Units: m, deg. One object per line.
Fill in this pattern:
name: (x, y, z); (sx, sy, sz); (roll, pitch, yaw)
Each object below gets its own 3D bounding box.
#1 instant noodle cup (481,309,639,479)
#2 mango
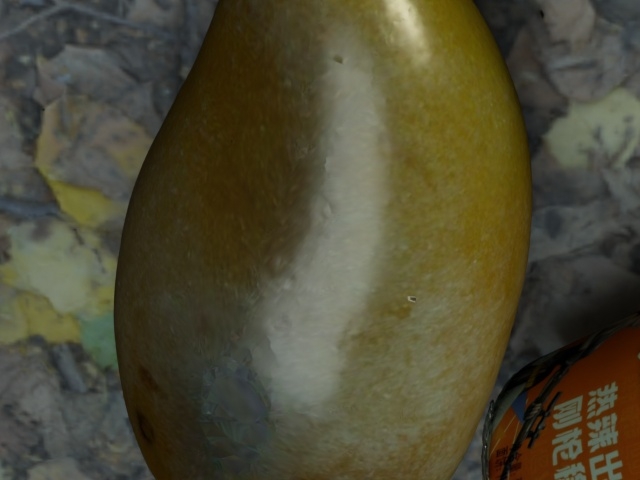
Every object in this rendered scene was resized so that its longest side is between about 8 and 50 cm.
instant noodle cup: (0.235, 0.145, 1.016); (0.214, 0.296, 0.296); (-21, 116, 30)
mango: (0.000, 0.000, 0.999); (0.221, 0.199, 0.384); (11, 117, 15)
